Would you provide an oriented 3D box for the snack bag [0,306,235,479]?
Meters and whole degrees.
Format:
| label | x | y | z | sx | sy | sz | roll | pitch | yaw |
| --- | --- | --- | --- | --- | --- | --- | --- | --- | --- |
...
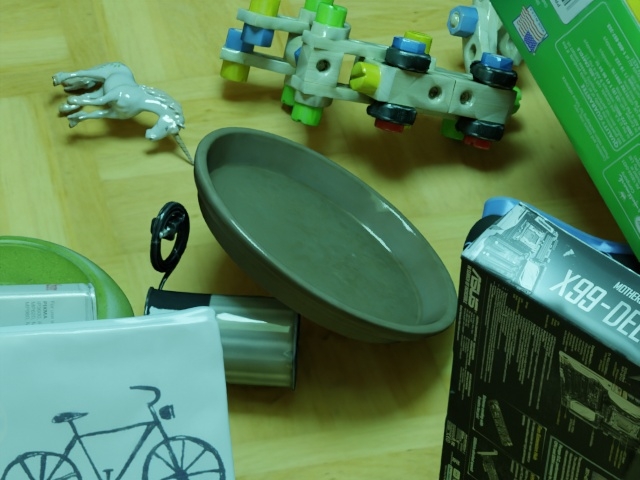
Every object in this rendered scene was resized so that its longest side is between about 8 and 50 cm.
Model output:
| label | x | y | z | sx | sy | sz | roll | pitch | yaw |
| --- | --- | --- | --- | --- | --- | --- | --- | --- | --- |
| snack bag | -0.206 | 0.218 | 1.483 | 0.323 | 0.037 | 0.342 | -3 | 78 | -9 |

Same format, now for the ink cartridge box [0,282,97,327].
| label | x | y | z | sx | sy | sz | roll | pitch | yaw |
| --- | --- | --- | --- | --- | --- | --- | --- | --- | --- |
| ink cartridge box | -0.290 | 0.083 | 1.603 | 0.218 | 0.092 | 0.158 | -3 | 1 | -7 |

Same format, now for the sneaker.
| label | x | y | z | sx | sy | sz | roll | pitch | yaw |
| --- | --- | --- | --- | --- | --- | --- | --- | --- | --- |
| sneaker | 0.241 | 0.043 | 1.821 | 0.232 | 0.081 | 0.090 | 21 | 66 | 9 |

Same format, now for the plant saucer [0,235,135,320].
| label | x | y | z | sx | sy | sz | roll | pitch | yaw |
| --- | --- | --- | --- | --- | --- | --- | --- | --- | --- |
| plant saucer | -0.283 | 0.071 | 1.761 | 0.241 | 0.037 | 0.241 | 2 | 43 | -2 |

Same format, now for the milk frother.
| label | x | y | z | sx | sy | sz | roll | pitch | yaw |
| --- | --- | --- | --- | --- | --- | --- | --- | --- | --- |
| milk frother | -0.084 | 0.048 | 1.726 | 0.135 | 0.143 | 0.129 | 3 | 36 | 1 |

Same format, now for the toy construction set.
| label | x | y | z | sx | sy | sz | roll | pitch | yaw |
| --- | --- | --- | --- | --- | --- | --- | --- | --- | --- |
| toy construction set | 0.079 | -0.178 | 1.999 | 0.328 | 0.151 | 0.215 | -7 | 19 | -23 |

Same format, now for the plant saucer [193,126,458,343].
| label | x | y | z | sx | sy | sz | roll | pitch | yaw |
| --- | --- | --- | --- | --- | --- | --- | --- | --- | --- |
| plant saucer | 0.000 | 0.000 | 1.777 | 0.278 | 0.041 | 0.278 | 29 | 24 | -14 |

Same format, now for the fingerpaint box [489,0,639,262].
| label | x | y | z | sx | sy | sz | roll | pitch | yaw |
| --- | --- | --- | --- | --- | --- | --- | --- | --- | --- |
| fingerpaint box | 0.401 | -0.158 | 1.824 | 0.371 | 0.163 | 0.444 | -23 | 79 | -34 |

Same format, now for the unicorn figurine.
| label | x | y | z | sx | sy | sz | roll | pitch | yaw |
| --- | --- | --- | --- | --- | --- | --- | --- | --- | --- |
| unicorn figurine | -0.201 | -0.139 | 1.978 | 0.111 | 0.060 | 0.162 | -11 | 45 | -16 |

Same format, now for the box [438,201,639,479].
| label | x | y | z | sx | sy | sz | roll | pitch | yaw |
| --- | --- | --- | --- | --- | --- | --- | --- | --- | --- |
| box | 0.211 | 0.152 | 1.522 | 0.242 | 0.307 | 0.076 | 32 | 53 | 27 |
